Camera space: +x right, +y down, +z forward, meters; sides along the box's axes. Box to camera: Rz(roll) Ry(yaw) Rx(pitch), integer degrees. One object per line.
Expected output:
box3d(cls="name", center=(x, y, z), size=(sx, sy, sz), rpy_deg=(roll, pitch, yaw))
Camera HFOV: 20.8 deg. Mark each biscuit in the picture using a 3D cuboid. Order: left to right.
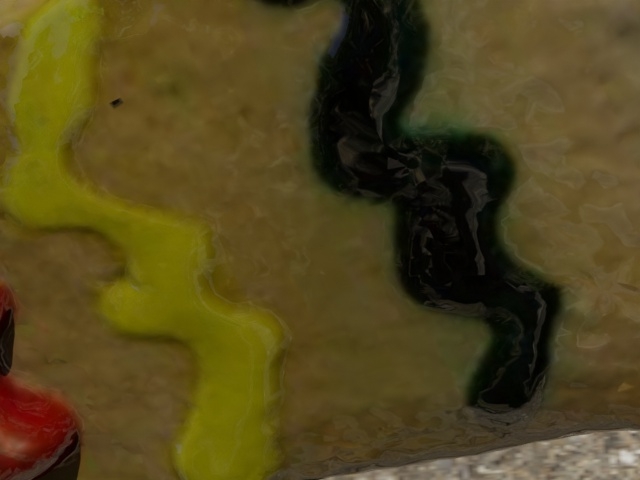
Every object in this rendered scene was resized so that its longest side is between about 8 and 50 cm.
box3d(cls="biscuit", center=(0.000, 0.000, 0.583), size=(0.394, 0.076, 0.368), rpy_deg=(-16, 120, 16))
